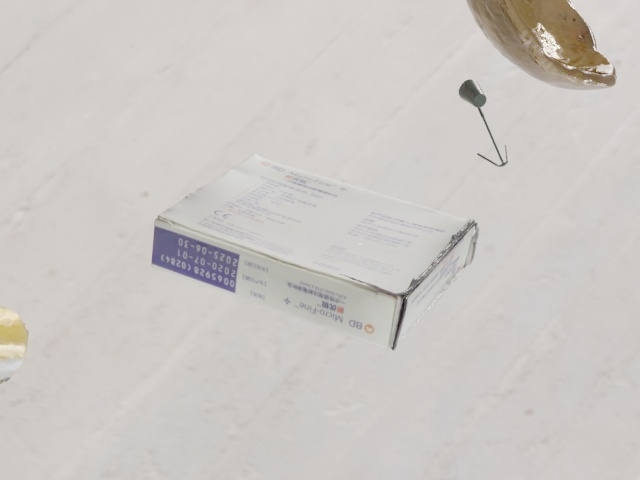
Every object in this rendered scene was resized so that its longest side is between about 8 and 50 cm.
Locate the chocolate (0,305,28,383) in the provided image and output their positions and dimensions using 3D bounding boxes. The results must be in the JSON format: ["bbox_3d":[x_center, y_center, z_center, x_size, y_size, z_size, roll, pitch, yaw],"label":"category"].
[{"bbox_3d":[-0.376,0.095,1.348,0.219,0.086,0.085,12,79,-61],"label":"chocolate"}]

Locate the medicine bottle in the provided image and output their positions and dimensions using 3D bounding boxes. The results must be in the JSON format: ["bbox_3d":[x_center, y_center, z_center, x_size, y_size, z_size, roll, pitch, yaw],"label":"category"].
[{"bbox_3d":[0.000,0.000,1.066,0.171,0.201,0.052,-42,145,-59],"label":"medicine bottle"}]

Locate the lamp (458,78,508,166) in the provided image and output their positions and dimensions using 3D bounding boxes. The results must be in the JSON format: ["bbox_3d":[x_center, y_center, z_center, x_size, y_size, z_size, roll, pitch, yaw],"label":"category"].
[{"bbox_3d":[0.230,-0.163,1.972,0.041,0.054,0.121,-26,121,-3],"label":"lamp"}]

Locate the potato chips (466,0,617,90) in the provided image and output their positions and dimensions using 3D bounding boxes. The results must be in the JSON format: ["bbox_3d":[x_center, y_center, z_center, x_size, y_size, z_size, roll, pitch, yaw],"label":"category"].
[{"bbox_3d":[0.187,-0.203,1.303,0.195,0.062,0.208,54,27,0],"label":"potato chips"}]
